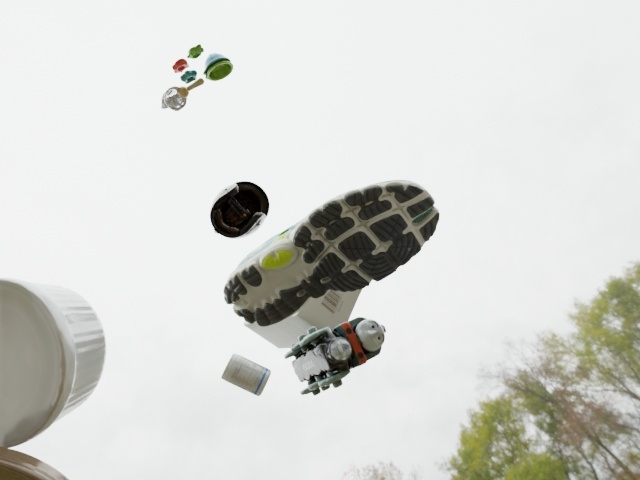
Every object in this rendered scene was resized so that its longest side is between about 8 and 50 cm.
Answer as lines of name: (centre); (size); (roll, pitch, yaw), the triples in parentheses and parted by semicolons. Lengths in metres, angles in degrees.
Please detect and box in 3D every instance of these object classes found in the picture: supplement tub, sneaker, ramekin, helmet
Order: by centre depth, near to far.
sneaker: (0.000, 0.000, 0.485); (0.275, 0.110, 0.107); (-25, -66, 24)
ramekin: (-0.501, 0.195, 0.713); (0.273, 0.127, 0.272); (-1, -93, 13)
supplement tub: (-0.183, 0.332, 1.031); (0.107, 0.071, 0.071); (26, -73, -1)
helmet: (-0.233, -0.087, 1.202); (0.170, 0.161, 0.169); (1, -74, 4)

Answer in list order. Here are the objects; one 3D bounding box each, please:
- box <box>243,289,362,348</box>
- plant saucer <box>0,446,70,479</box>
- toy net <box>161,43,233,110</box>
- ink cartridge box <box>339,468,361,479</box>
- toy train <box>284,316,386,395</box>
box: (-0.063, 0.211, 1.343); (0.168, 0.345, 0.215); (41, -123, -21)
plant saucer: (-0.454, 0.398, 0.605); (0.278, 0.041, 0.277); (2, -67, 5)
toy net: (-0.316, -0.369, 0.992); (0.232, 0.122, 0.045); (-30, -91, 32)
ink cartridge box: (0.100, 0.693, 1.116); (0.063, 0.109, 0.150); (-38, -17, -9)
toy train: (0.033, 0.271, 1.010); (0.190, 0.142, 0.334); (-21, -17, -25)
